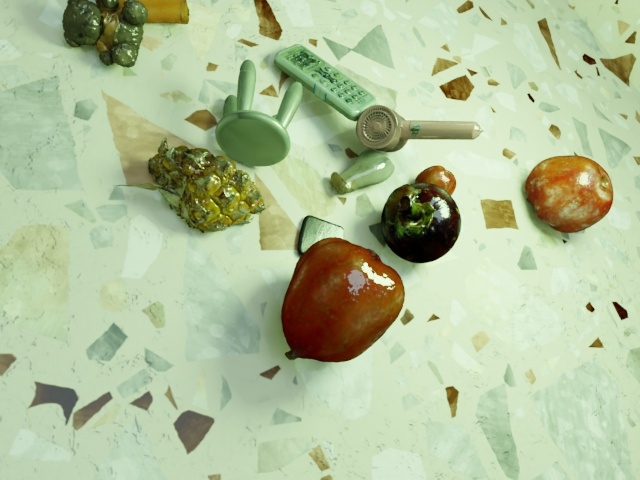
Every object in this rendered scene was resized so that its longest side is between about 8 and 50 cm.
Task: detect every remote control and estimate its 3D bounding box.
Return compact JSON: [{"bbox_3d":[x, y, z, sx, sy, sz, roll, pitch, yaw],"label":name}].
[{"bbox_3d":[0.011,-0.480,1.530,0.335,0.065,0.128,40,55,15],"label":"remote control"}]

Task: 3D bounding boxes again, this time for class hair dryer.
[{"bbox_3d":[0.300,-0.320,1.480,0.210,0.352,0.125,-15,111,-69],"label":"hair dryer"}]

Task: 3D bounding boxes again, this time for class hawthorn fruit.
[{"bbox_3d":[0.886,-0.168,1.790,0.284,0.284,0.284,12,63,-23],"label":"hawthorn fruit"},{"bbox_3d":[0.044,0.137,1.174,0.295,0.295,0.311,49,51,0],"label":"hawthorn fruit"},{"bbox_3d":[0.366,-0.180,1.593,0.128,0.128,0.128,12,63,-23],"label":"hawthorn fruit"}]

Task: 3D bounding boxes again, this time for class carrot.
[{"bbox_3d":[-0.482,-0.647,1.342,0.225,0.159,0.159,-23,79,-26],"label":"carrot"}]

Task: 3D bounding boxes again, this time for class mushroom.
[{"bbox_3d":[0.130,-0.198,1.498,0.116,0.093,0.225,38,62,20],"label":"mushroom"}]

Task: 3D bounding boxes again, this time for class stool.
[{"bbox_3d":[-0.162,-0.329,1.332,0.195,0.195,0.199,20,58,-19],"label":"stool"}]

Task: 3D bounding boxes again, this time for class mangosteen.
[{"bbox_3d":[0.268,-0.052,1.392,0.231,0.231,0.289,66,20,12],"label":"mangosteen"}]

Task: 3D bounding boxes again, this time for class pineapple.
[{"bbox_3d":[-0.283,-0.125,1.196,0.334,0.161,0.158,32,58,-15],"label":"pineapple"}]

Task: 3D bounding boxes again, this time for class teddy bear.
[{"bbox_3d":[-0.545,-0.538,1.266,0.190,0.177,0.140,7,20,-26],"label":"teddy bear"}]

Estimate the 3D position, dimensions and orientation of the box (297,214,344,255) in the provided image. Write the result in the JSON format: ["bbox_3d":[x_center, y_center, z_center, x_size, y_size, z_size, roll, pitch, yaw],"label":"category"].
[{"bbox_3d":[0.000,0.000,1.371,0.125,0.027,0.126,20,61,-16],"label":"box"}]
